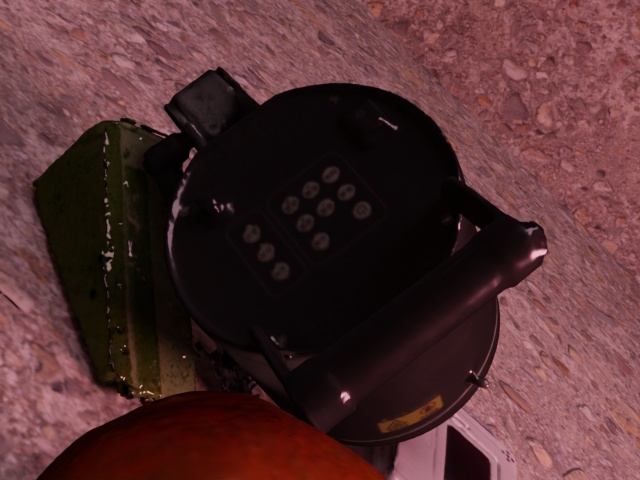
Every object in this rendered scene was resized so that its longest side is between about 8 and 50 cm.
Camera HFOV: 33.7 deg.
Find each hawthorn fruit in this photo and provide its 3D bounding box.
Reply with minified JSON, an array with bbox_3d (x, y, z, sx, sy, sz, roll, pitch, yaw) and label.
[{"bbox_3d":[-0.065,0.175,0.525,0.224,0.224,0.261,32,2,-27],"label":"hawthorn fruit"}]

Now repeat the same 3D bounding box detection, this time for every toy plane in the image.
[{"bbox_3d":[-0.069,0.110,0.844,0.078,0.031,0.083,40,15,-46],"label":"toy plane"}]

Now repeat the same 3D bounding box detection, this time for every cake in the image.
[{"bbox_3d":[-0.160,0.029,0.833,0.100,0.099,0.235,22,50,-47],"label":"cake"}]

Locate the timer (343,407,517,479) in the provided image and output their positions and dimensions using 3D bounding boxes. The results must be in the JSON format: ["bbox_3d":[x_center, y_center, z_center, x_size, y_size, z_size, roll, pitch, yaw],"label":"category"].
[{"bbox_3d":[0.099,0.209,0.896,0.178,0.078,0.253,41,22,-9],"label":"timer"}]

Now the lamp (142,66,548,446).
[{"bbox_3d":[0.027,0.035,0.767,0.272,0.205,0.374,55,-5,-40],"label":"lamp"}]
